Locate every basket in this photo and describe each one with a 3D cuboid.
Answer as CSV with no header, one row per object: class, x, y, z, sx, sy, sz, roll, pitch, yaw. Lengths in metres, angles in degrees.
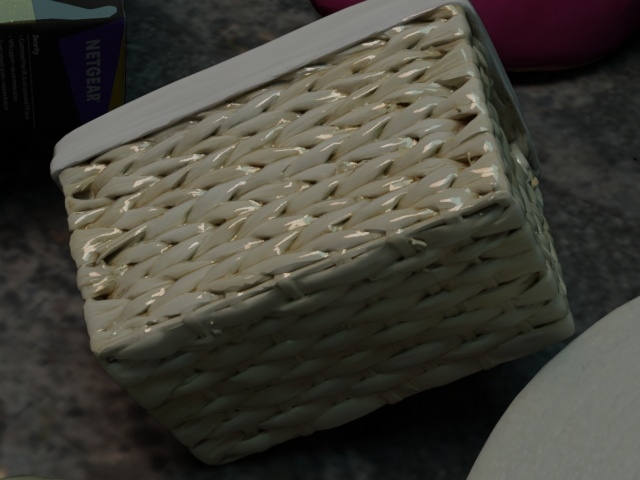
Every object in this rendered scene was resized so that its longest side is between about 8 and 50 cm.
basket,0.000,0.000,0.520,0.167,0.113,0.103,-21,52,12

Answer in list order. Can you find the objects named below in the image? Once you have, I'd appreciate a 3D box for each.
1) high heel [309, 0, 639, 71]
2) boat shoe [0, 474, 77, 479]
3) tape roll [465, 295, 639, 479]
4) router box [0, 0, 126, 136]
high heel,0.176,-0.199,0.710,0.377,0.181,0.127,-13,47,-16
boat shoe,-0.164,0.172,0.397,0.302,0.109,0.094,-32,18,-28
tape roll,0.222,0.159,0.437,0.392,0.072,0.392,1,46,-1
router box,-0.223,-0.185,0.630,0.243,0.081,0.309,-6,60,-12
